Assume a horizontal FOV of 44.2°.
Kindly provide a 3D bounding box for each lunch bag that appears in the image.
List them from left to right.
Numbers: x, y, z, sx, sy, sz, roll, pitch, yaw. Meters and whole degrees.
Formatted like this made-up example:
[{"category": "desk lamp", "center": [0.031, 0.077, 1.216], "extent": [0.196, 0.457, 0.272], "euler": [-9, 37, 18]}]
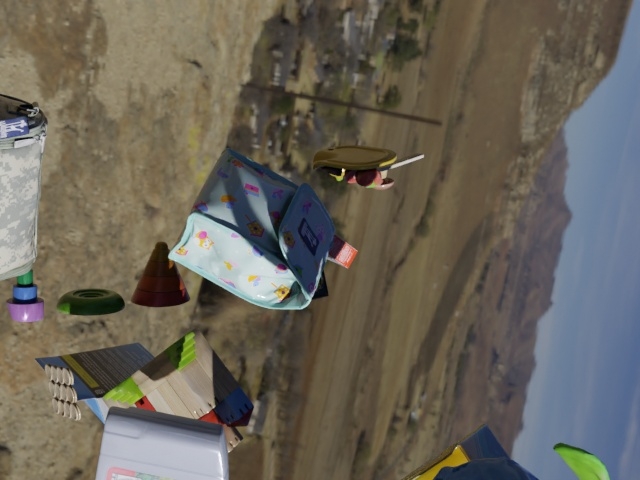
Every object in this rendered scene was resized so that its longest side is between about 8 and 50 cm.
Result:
[{"category": "lunch bag", "center": [-0.553, -0.083, 1.189], "extent": [0.212, 0.256, 0.305], "euler": [-114, -147, -48]}, {"category": "lunch bag", "center": [-0.104, -0.013, 1.409], "extent": [0.160, 0.262, 0.223], "euler": [-58, -171, 38]}]

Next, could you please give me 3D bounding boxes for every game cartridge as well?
[{"category": "game cartridge", "center": [-0.240, 0.397, 1.174], "extent": [0.060, 0.196, 0.294], "euler": [-100, -158, -72]}]

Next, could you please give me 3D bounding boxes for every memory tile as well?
[{"category": "memory tile", "center": [-0.530, 0.310, 1.622], "extent": [0.012, 0.148, 0.113], "euler": [-14, 95, -37]}]

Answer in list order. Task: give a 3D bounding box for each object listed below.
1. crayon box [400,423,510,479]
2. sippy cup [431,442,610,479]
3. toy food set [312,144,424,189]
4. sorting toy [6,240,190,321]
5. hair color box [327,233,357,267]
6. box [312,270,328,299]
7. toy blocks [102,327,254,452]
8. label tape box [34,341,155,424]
[{"category": "crayon box", "center": [0.178, 0.392, 1.245], "extent": [0.202, 0.081, 0.318], "euler": [-38, 162, 14]}, {"category": "sippy cup", "center": [0.200, 0.362, 0.837], "extent": [0.224, 0.240, 0.305], "euler": [57, 25, -21]}, {"category": "toy food set", "center": [0.081, -0.132, 1.535], "extent": [0.128, 0.218, 0.071], "euler": [-26, 119, -40]}, {"category": "sorting toy", "center": [-0.421, 0.071, 1.530], "extent": [0.366, 0.127, 0.126], "euler": [-4, 102, -39]}, {"category": "hair color box", "center": [0.000, 0.000, 1.853], "extent": [0.167, 0.093, 0.053], "euler": [37, 80, -44]}, {"category": "box", "center": [-0.040, 0.010, 1.654], "extent": [0.175, 0.051, 0.220], "euler": [-179, -103, -81]}, {"category": "toy blocks", "center": [-0.274, 0.354, 1.597], "extent": [0.381, 0.260, 0.191], "euler": [-37, 179, 42]}, {"category": "label tape box", "center": [-0.608, 0.408, 2.234], "extent": [0.334, 0.241, 0.105], "euler": [-4, 115, -43]}]
